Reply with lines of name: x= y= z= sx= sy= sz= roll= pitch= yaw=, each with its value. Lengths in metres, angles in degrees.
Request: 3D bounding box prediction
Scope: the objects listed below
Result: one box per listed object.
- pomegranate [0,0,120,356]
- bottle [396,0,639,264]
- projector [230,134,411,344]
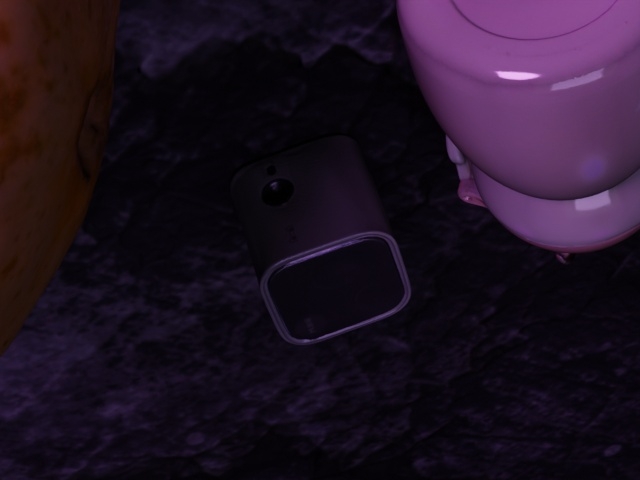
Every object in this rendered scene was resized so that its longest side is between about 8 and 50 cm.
pomegranate: x=-0.243 y=-0.088 z=0.625 sx=0.342 sy=0.342 sz=0.342 roll=-11 pitch=139 yaw=-9
bottle: x=0.132 y=-0.077 z=0.901 sx=0.147 sy=0.148 sz=0.236 roll=-21 pitch=147 yaw=2
projector: x=0.000 y=0.000 z=0.974 sx=0.083 sy=0.082 sz=0.083 roll=-19 pitch=140 yaw=1
